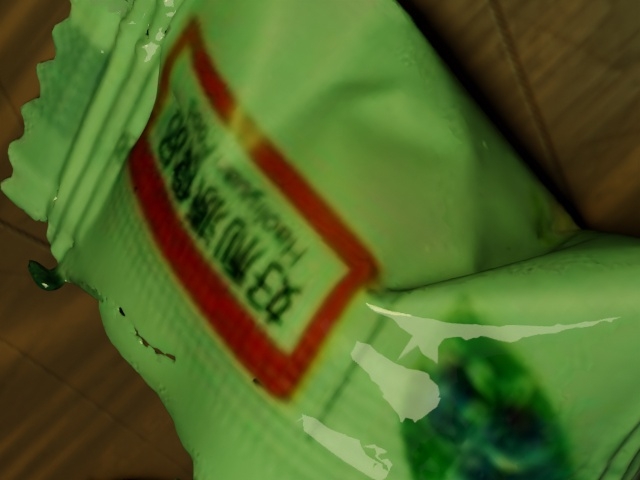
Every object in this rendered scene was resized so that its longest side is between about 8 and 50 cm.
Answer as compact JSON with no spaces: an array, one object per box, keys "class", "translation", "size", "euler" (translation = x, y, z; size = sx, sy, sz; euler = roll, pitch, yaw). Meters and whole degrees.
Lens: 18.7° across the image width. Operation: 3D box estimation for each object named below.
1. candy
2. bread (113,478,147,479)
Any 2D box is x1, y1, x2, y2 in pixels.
[{"class":"candy","translation":[0.003,-0.001,0.939],"size":[0.398,0.172,0.263],"euler":[44,113,23]},{"class":"bread","translation":[-0.104,0.215,1.106],"size":[0.160,0.073,0.160],"euler":[8,115,19]}]
